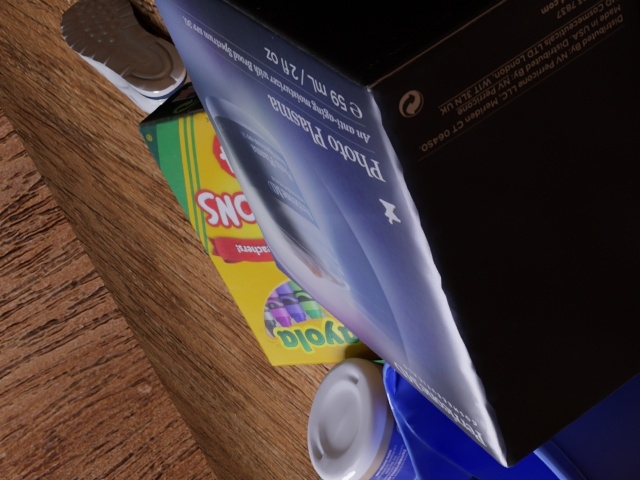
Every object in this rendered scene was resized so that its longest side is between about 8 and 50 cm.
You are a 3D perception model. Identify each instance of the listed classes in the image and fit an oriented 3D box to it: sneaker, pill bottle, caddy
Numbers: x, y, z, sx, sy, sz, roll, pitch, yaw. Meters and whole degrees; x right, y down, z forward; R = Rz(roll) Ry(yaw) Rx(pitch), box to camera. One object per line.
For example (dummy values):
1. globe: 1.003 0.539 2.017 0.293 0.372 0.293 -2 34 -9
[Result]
1. sneaker: -0.221 -0.207 1.743 0.235 0.090 0.095 46 172 38
2. pill bottle: 0.094 0.174 1.327 0.186 0.112 0.112 15 -173 -29
3. caddy: 0.171 0.177 1.107 0.241 0.179 0.341 63 164 -20

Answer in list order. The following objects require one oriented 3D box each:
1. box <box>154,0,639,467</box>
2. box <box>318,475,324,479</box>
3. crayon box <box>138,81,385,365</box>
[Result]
1. box: 0.061 -0.069 0.933 0.296 0.182 0.294 39 159 50
2. box: 0.052 0.288 1.477 0.243 0.117 0.214 -82 4 -68
3. crayon box: 0.000 0.000 1.316 0.202 0.081 0.319 -9 119 42
